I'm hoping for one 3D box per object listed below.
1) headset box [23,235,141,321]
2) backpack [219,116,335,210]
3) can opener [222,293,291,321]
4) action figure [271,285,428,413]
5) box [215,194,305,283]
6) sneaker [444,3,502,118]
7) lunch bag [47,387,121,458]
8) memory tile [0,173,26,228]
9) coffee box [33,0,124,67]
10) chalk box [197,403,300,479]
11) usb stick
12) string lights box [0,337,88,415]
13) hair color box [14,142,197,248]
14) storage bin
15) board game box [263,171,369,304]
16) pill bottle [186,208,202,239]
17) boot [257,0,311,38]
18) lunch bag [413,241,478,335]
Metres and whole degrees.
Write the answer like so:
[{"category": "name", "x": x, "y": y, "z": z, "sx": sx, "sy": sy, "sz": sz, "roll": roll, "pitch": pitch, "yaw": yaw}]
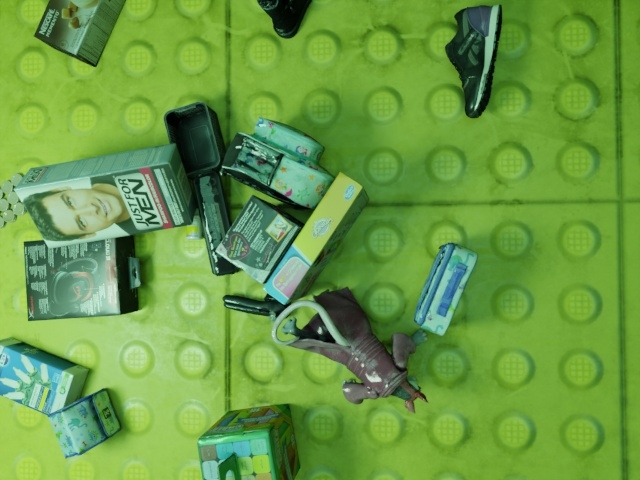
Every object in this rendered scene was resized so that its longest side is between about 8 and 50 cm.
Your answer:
[{"category": "headset box", "x": -0.628, "y": 0.098, "z": 1.402, "sx": 0.294, "sy": 0.110, "sz": 0.217, "roll": -5, "pitch": 88, "yaw": 7}, {"category": "backpack", "x": -0.085, "y": -0.181, "z": 1.284, "sx": 0.254, "sy": 0.225, "sz": 0.191, "roll": 32, "pitch": 98, "yaw": 3}, {"category": "can opener", "x": -0.170, "y": 0.175, "z": 1.376, "sx": 0.186, "sy": 0.073, "sz": 0.059, "roll": 2, "pitch": 128, "yaw": 10}, {"category": "action figure", "x": 0.108, "y": 0.259, "z": 1.236, "sx": 0.370, "sy": 0.276, "sz": 0.248, "roll": 38, "pitch": 87, "yaw": 20}, {"category": "box", "x": -0.126, "y": 0.002, "z": 1.270, "sx": 0.142, "sy": 0.247, "sz": 0.163, "roll": 34, "pitch": 93, "yaw": 9}, {"category": "sneaker", "x": 0.372, "y": -0.445, "z": 1.305, "sx": 0.124, "sy": 0.107, "sz": 0.282, "roll": 9, "pitch": 86, "yaw": 22}, {"category": "lunch bag", "x": -0.613, "y": 0.479, "z": 1.376, "sx": 0.096, "sy": 0.151, "sz": 0.128, "roll": -24, "pitch": 87, "yaw": 32}, {"category": "memory tile", "x": -0.894, "y": -0.112, "z": 1.491, "sx": 0.148, "sy": 0.012, "sz": 0.113, "roll": -32, "pitch": 85, "yaw": 5}, {"category": "coffee box", "x": -0.653, "y": -0.629, "z": 1.429, "sx": 0.141, "sy": 0.098, "sz": 0.246, "roll": 26, "pitch": 92, "yaw": 7}, {"category": "chalk box", "x": -0.172, "y": 0.525, "z": 1.243, "sx": 0.179, "sy": 0.289, "sz": 0.180, "roll": -10, "pitch": 88, "yaw": 7}, {"category": "usb stick", "x": -0.273, "y": -0.041, "z": 1.367, "sx": 0.077, "sy": 0.045, "sz": 0.277, "roll": -12, "pitch": 98, "yaw": -6}, {"category": "string lights box", "x": -0.791, "y": 0.378, "z": 1.433, "sx": 0.260, "sy": 0.077, "sz": 0.133, "roll": 19, "pitch": 92, "yaw": 8}, {"category": "hair color box", "x": -0.524, "y": -0.110, "z": 1.303, "sx": 0.375, "sy": 0.113, "sz": 0.185, "roll": -9, "pitch": 127, "yaw": 2}, {"category": "storage bin", "x": -0.329, "y": -0.263, "z": 1.386, "sx": 0.122, "sy": 0.084, "sz": 0.180, "roll": -15, "pitch": 86, "yaw": 7}, {"category": "board game box", "x": 0.000, "y": 0.000, "z": 1.258, "sx": 0.064, "sy": 0.242, "sz": 0.316, "roll": 34, "pitch": 92, "yaw": 8}, {"category": "pill bottle", "x": -0.339, "y": -0.044, "z": 1.402, "sx": 0.044, "sy": 0.043, "sz": 0.083, "roll": 1, "pitch": 88, "yaw": 7}, {"category": "boot", "x": -0.076, "y": -0.656, "z": 1.301, "sx": 0.094, "sy": 0.207, "sz": 0.246, "roll": 20, "pitch": 91, "yaw": 8}, {"category": "lunch bag", "x": 0.298, "y": 0.113, "z": 1.249, "sx": 0.090, "sy": 0.176, "sz": 0.218, "roll": 22, "pitch": 92, "yaw": 7}]
